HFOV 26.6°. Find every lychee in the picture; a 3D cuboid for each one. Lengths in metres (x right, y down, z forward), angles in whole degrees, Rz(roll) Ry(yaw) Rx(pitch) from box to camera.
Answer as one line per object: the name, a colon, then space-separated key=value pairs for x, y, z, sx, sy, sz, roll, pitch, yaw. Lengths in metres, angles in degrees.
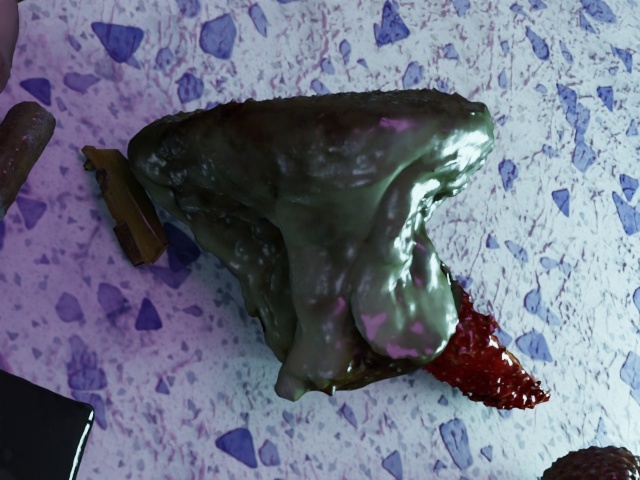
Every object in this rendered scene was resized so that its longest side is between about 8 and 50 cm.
lychee: x=0.354 y=0.330 z=1.652 sx=0.197 sy=0.165 sz=0.165 roll=-11 pitch=72 yaw=4

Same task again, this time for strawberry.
strawberry: x=0.164 y=0.128 z=1.622 sx=0.106 sy=0.188 sz=0.286 roll=-40 pitch=118 yaw=2

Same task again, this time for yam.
yam: x=-0.325 y=-0.083 z=1.415 sx=0.054 sy=0.054 sz=0.132 roll=34 pitch=54 yaw=-19

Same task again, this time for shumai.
shumai: x=0.000 y=0.000 z=1.458 sx=0.324 sy=0.397 sz=0.323 roll=-21 pitch=106 yaw=-66

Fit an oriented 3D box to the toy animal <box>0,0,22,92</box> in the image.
toy animal: x=-0.372 y=-0.252 z=1.393 sx=0.169 sy=0.195 sz=0.281 roll=9 pitch=61 yaw=12

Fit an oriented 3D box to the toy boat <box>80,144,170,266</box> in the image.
toy boat: x=-0.216 y=-0.041 z=1.478 sx=0.149 sy=0.049 sz=0.047 roll=62 pitch=18 yaw=6

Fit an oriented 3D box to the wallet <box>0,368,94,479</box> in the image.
wallet: x=-0.335 y=0.288 z=1.237 sx=0.197 sy=0.051 sz=0.377 roll=27 pitch=55 yaw=-26
